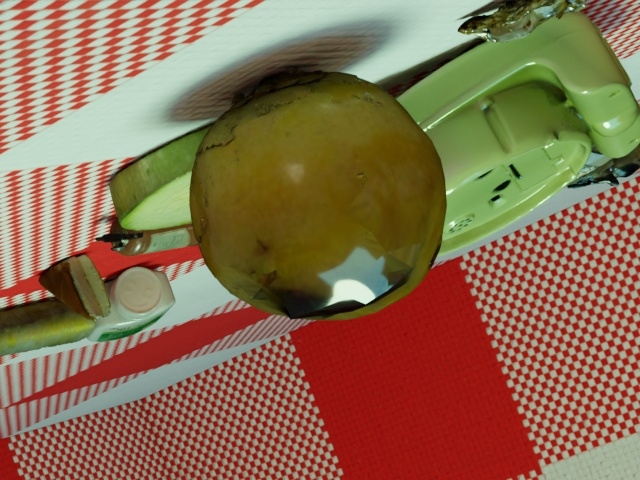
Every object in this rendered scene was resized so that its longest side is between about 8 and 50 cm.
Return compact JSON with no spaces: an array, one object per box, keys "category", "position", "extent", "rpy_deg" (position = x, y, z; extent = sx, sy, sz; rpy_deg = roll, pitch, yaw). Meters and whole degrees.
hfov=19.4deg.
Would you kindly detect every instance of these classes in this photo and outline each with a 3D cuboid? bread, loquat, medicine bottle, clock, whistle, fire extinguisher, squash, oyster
[{"category":"bread","position":[-0.285,0.046,2.189],"extent":[0.043,0.109,0.062],"rpy_deg":[-21,131,-38]},{"category":"loquat","position":[-0.003,-0.038,1.646],"extent":[0.235,0.235,0.235],"rpy_deg":[-21,173,-3]},{"category":"medicine bottle","position":[-0.257,0.084,2.513],"extent":[0.119,0.069,0.183],"rpy_deg":[-17,171,-18]},{"category":"clock","position":[0.160,-0.088,1.949],"extent":[0.348,0.117,0.286],"rpy_deg":[-31,163,8]},{"category":"whistle","position":[-0.417,0.119,2.347],"extent":[0.068,0.057,0.326],"rpy_deg":[28,-156,31]},{"category":"fire extinguisher","position":[-0.182,-0.010,2.063],"extent":[0.062,0.050,0.177],"rpy_deg":[-3,-175,33]},{"category":"squash","position":[-0.086,-0.079,1.854],"extent":[0.252,0.049,0.252],"rpy_deg":[-21,171,-4]},{"category":"oyster","position":[0.195,-0.214,1.704],"extent":[0.132,0.029,0.086],"rpy_deg":[-15,165,-24]}]

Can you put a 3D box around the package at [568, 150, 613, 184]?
[{"category":"package","position":[0.260,-0.069,2.367],"extent":[0.232,0.040,0.166],"rpy_deg":[-23,172,42]}]

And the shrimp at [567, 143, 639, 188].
[{"category":"shrimp","position":[0.299,-0.107,2.606],"extent":[0.446,0.110,0.221],"rpy_deg":[-10,173,-43]}]
